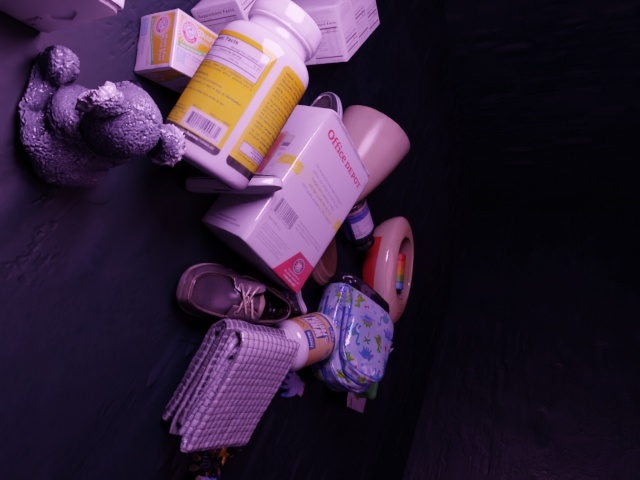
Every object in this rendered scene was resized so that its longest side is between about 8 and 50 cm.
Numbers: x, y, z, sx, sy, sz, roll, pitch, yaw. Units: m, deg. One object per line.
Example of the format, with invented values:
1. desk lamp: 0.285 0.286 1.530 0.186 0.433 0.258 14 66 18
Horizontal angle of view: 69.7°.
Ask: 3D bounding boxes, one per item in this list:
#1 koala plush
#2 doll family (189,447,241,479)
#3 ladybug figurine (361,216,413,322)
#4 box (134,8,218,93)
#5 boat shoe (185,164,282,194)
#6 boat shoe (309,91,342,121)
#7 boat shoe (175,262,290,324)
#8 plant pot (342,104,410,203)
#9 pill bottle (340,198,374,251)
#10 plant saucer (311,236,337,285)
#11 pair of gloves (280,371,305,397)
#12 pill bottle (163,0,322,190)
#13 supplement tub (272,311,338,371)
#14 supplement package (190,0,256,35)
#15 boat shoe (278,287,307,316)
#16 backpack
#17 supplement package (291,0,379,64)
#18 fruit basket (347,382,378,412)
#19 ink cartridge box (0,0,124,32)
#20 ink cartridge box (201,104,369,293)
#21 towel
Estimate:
1. koala plush: -0.330 -0.176 0.714 0.196 0.221 0.204 42 59 -55
2. doll family: -0.251 0.534 1.116 0.193 0.075 0.111 -67 150 -21
3. ladybug figurine: 0.271 0.123 1.891 0.305 0.161 0.450 21 75 -60
4. box: -0.258 -0.363 0.937 0.203 0.103 0.114 7 89 -61
5. boat shoe: -0.187 -0.140 0.984 0.078 0.219 0.070 38 55 -77
6. boat shoe: -0.027 -0.318 1.337 0.119 0.121 0.335 55 49 -54
7. boat shoe: -0.188 0.133 1.104 0.355 0.130 0.133 22 74 -60
8. plant pot: 0.118 -0.253 1.517 0.274 0.256 0.256 -58 144 -13
9. pill bottle: 0.125 -0.066 1.644 0.123 0.122 0.219 -61 143 -36
10. plant saucer: 0.000 0.000 1.428 0.278 0.041 0.278 -9 90 -74
11. pair of gloves: -0.077 0.399 1.453 0.159 0.023 0.198 47 52 -53
12. pill bottle: -0.141 -0.277 0.864 0.334 0.187 0.188 -58 147 -2
13. supplement tub: -0.059 0.293 1.329 0.199 0.144 0.145 -5 98 -51
14. supplement package: -0.158 -0.458 1.066 0.134 0.138 0.244 -63 144 -32
15. boat shoe: -0.097 0.188 1.359 0.083 0.065 0.183 -36 147 -17
16. backpack: 0.102 0.321 1.521 0.290 0.273 0.356 43 64 -30
17. supplement package: 0.019 -0.620 1.292 0.262 0.203 0.145 -58 143 -39
18. fruit basket: 0.163 0.498 1.808 0.353 0.165 0.327 65 38 -66
19. ink cartridge box: -0.365 -0.458 0.636 0.114 0.198 0.273 11 84 -60
20. ink cartridge box: -0.068 -0.106 1.166 0.385 0.160 0.279 -56 141 -16
21. towel: -0.199 0.323 1.046 0.284 0.121 0.235 -61 147 -2
